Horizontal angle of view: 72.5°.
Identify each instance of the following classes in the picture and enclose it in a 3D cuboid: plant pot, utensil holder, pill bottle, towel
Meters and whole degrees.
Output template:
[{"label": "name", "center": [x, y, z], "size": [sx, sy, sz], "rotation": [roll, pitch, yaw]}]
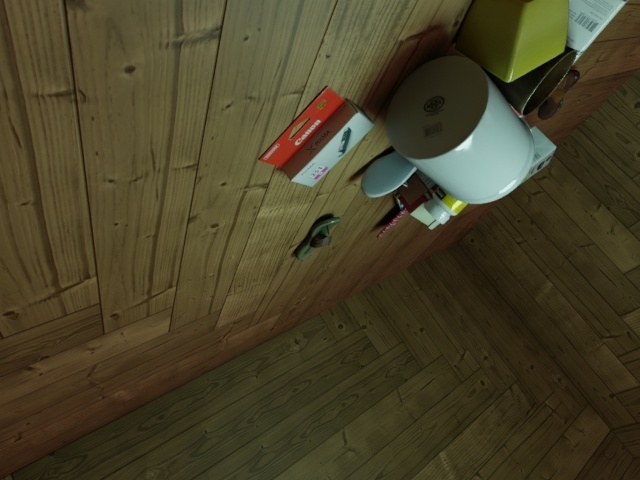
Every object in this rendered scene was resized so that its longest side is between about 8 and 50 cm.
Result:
[{"label": "plant pot", "center": [0.597, -0.533, 1.323], "size": [0.215, 0.230, 0.215], "rotation": [-37, 158, -18]}, {"label": "utensil holder", "center": [0.424, -0.321, 1.323], "size": [0.327, 0.328, 0.385], "rotation": [-43, 143, 22]}, {"label": "pill bottle", "center": [0.480, -0.165, 1.567], "size": [0.208, 0.119, 0.119], "rotation": [-48, 158, 19]}, {"label": "plant pot", "center": [0.514, -0.585, 1.146], "size": [0.212, 0.212, 0.187], "rotation": [-31, 148, -12]}, {"label": "towel", "center": [0.410, -0.129, 2.238], "size": [0.275, 0.031, 0.199], "rotation": [-50, 172, 38]}]

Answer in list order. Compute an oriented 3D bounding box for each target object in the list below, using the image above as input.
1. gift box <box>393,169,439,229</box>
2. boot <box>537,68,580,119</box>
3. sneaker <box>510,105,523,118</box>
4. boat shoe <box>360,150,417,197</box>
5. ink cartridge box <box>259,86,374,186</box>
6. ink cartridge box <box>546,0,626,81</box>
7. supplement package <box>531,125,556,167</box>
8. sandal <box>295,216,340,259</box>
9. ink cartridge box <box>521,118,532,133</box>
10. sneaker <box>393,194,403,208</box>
[{"label": "gift box", "center": [0.443, -0.236, 1.790], "size": [0.255, 0.276, 0.258], "rotation": [-38, 146, 22]}, {"label": "boot", "center": [1.034, -0.652, 2.003], "size": [0.280, 0.096, 0.264], "rotation": [-21, 157, -32]}, {"label": "sneaker", "center": [0.765, -0.540, 1.791], "size": [0.313, 0.116, 0.136], "rotation": [-39, 159, 12]}, {"label": "boat shoe", "center": [0.302, -0.282, 1.638], "size": [0.367, 0.136, 0.156], "rotation": [-44, 164, -2]}, {"label": "ink cartridge box", "center": [-0.004, -0.276, 1.223], "size": [0.275, 0.060, 0.239], "rotation": [-42, 161, 21]}, {"label": "ink cartridge box", "center": [0.734, -0.654, 1.309], "size": [0.114, 0.198, 0.273], "rotation": [-41, 168, -32]}, {"label": "supplement package", "center": [0.987, -0.400, 2.103], "size": [0.194, 0.149, 0.203], "rotation": [-37, 160, 8]}, {"label": "sandal", "center": [0.000, 0.000, 1.848], "size": [0.120, 0.086, 0.303], "rotation": [-17, 154, -43]}, {"label": "ink cartridge box", "center": [0.787, -0.409, 1.944], "size": [0.272, 0.114, 0.197], "rotation": [-22, 142, 13]}, {"label": "sneaker", "center": [0.387, -0.193, 2.087], "size": [0.059, 0.053, 0.144], "rotation": [-37, 162, 1]}]
